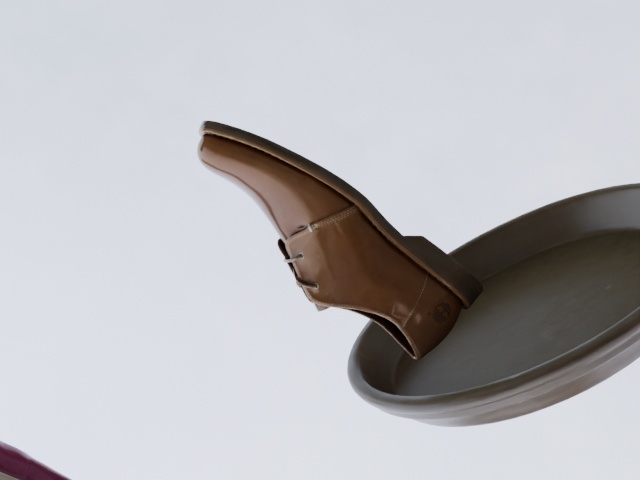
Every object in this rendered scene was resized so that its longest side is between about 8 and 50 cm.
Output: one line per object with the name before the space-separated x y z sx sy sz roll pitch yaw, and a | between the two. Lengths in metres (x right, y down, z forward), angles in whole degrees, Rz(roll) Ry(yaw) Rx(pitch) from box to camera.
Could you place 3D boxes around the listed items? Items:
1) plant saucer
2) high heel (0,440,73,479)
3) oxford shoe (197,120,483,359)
plant saucer | 0.148 0.045 0.651 0.277 0.041 0.278 -29 -167 7
high heel | -0.311 0.215 0.858 0.244 0.082 0.117 27 171 -2
oxford shoe | 0.000 0.000 0.586 0.212 0.076 0.076 36 174 -2
